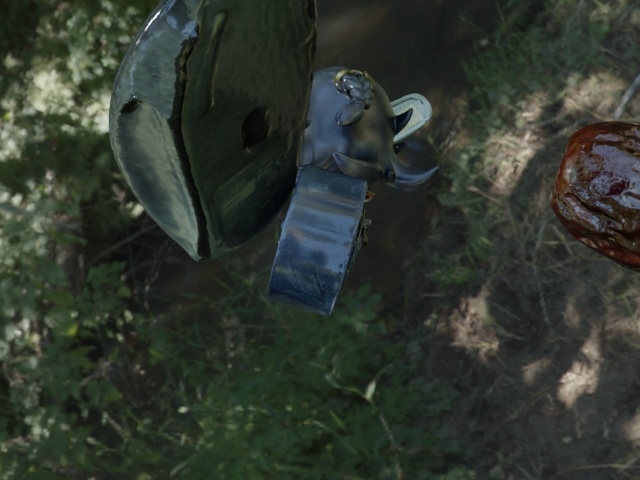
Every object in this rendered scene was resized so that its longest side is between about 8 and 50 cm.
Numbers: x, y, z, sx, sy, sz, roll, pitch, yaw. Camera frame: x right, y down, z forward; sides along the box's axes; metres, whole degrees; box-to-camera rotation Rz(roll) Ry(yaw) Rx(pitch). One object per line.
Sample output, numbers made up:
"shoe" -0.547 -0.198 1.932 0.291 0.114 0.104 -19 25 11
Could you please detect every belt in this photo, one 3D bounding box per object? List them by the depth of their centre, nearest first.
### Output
"belt" 0.000 0.000 0.821 0.190 0.082 0.141 -139 66 -90

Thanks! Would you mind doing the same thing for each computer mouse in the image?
"computer mouse" -0.099 -0.127 0.742 0.114 0.203 0.373 38 149 19

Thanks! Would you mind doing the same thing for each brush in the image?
"brush" 0.057 -0.160 1.404 0.068 0.297 0.060 59 166 9

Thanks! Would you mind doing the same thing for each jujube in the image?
"jujube" 0.412 -0.049 1.023 0.243 0.183 0.183 19 91 12

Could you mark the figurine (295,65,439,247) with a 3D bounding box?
"figurine" 0.033 -0.126 1.122 0.197 0.175 0.265 -53 39 13
